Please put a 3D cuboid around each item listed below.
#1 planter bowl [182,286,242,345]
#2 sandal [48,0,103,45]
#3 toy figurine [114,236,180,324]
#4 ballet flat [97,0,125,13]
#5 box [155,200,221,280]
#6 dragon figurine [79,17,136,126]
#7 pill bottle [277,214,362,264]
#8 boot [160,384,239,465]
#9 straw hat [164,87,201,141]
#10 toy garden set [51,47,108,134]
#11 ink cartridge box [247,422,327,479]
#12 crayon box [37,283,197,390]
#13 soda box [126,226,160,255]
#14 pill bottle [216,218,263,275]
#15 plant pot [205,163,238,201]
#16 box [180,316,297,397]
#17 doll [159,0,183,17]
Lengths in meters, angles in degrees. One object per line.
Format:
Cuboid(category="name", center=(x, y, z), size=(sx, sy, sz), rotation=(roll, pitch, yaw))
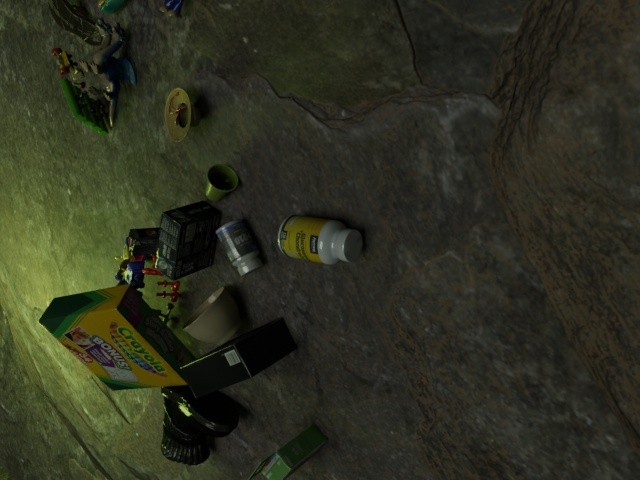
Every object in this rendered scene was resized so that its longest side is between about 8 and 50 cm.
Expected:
Cuboid(category="planter bowl", center=(-0.285, 0.221, 1.715), size=(0.109, 0.162, 0.162), rotation=(45, 132, -9))
Cuboid(category="sandal", center=(-0.703, -0.646, 1.805), size=(0.219, 0.060, 0.090), rotation=(34, 131, 8))
Cuboid(category="toy figurine", center=(-0.547, 0.096, 1.921), size=(0.362, 0.191, 0.217), rotation=(113, 148, -41))
Cuboid(category="ballet flat", center=(-0.517, -0.671, 1.630), size=(0.232, 0.080, 0.073), rotation=(-9, 84, 39))
Cuboid(category="box", center=(-0.360, 0.000, 1.690), size=(0.078, 0.147, 0.180), rotation=(31, 124, 27))
Cuboid(category="dragon figurine", center=(-0.575, -0.465, 1.741), size=(0.085, 0.144, 0.289), rotation=(16, 134, 33))
Cuboid(category="pill bottle", center=(0.000, 0.000, 1.426), size=(0.184, 0.103, 0.103), rotation=(9, 111, 37))
Cuboid(category="boot", center=(-0.374, 0.590, 1.918), size=(0.348, 0.131, 0.260), rotation=(17, 109, 46))
Cuboid(category="straw hat", center=(-0.346, -0.326, 1.621), size=(0.145, 0.061, 0.144), rotation=(1, 91, 48))
Cuboid(category="toy garden set", center=(-0.677, -0.427, 1.783), size=(0.049, 0.244, 0.203), rotation=(-21, 89, -2))
Cuboid(category="ink cartridge box", center=(-0.086, 0.576, 1.629), size=(0.062, 0.209, 0.109), rotation=(46, 129, 18))
Cuboid(category="crayon box", center=(-0.602, 0.305, 1.873), size=(0.313, 0.106, 0.363), rotation=(-10, 130, 27))
Cuboid(category="soda box", center=(-0.451, 0.000, 1.746), size=(0.053, 0.169, 0.060), rotation=(52, 132, 38))
Cuboid(category="pill bottle", center=(-0.209, 0.019, 1.620), size=(0.078, 0.078, 0.137), rotation=(-32, 85, 41))
Cuboid(category="plant pot", center=(-0.264, -0.142, 1.616), size=(0.083, 0.083, 0.079), rotation=(54, 144, 11))
Cuboid(category="box", center=(-0.220, 0.315, 1.664), size=(0.261, 0.184, 0.103), rotation=(-29, 90, 42))
Cuboid(category="doll", center=(-0.340, -0.644, 1.511), size=(0.129, 0.046, 0.189), rotation=(37, 120, 35))
